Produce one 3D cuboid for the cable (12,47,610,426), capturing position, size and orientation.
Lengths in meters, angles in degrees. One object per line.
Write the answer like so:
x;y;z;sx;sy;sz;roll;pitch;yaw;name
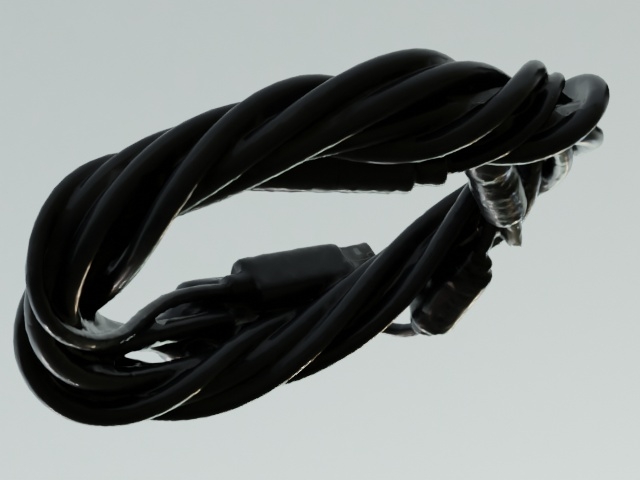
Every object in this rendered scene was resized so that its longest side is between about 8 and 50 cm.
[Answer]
0.000;0.000;0.548;0.184;0.047;0.150;-1;-29;-46;cable
